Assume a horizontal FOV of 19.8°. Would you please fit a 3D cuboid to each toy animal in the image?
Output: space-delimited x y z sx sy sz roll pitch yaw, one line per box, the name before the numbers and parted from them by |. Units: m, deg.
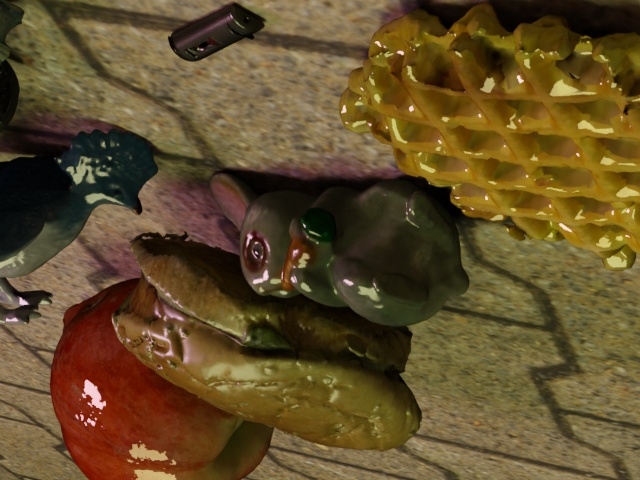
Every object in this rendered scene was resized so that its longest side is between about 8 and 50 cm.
toy animal | -0.262 -0.018 1.535 0.256 0.176 0.239 1 -158 0
toy animal | 0.000 0.009 1.449 0.236 0.108 0.138 1 155 44

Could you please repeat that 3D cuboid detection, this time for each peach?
peach | -0.169 0.137 1.817 0.257 0.232 0.232 27 166 22

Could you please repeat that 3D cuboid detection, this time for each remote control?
remote control | -0.071 -0.138 1.238 0.034 0.016 0.091 31 158 -23

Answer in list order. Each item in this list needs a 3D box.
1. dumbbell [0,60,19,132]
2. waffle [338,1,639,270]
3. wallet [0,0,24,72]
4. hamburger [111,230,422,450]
dumbbell | -0.291 -0.102 1.444 0.082 0.081 0.254 24 161 -18
waffle | 0.166 -0.057 1.182 0.312 0.060 0.307 26 162 -23
wallet | -0.314 -0.183 1.269 0.202 0.059 0.141 35 162 -37
hamburger | -0.046 0.094 1.596 0.285 0.134 0.265 18 -172 -26
